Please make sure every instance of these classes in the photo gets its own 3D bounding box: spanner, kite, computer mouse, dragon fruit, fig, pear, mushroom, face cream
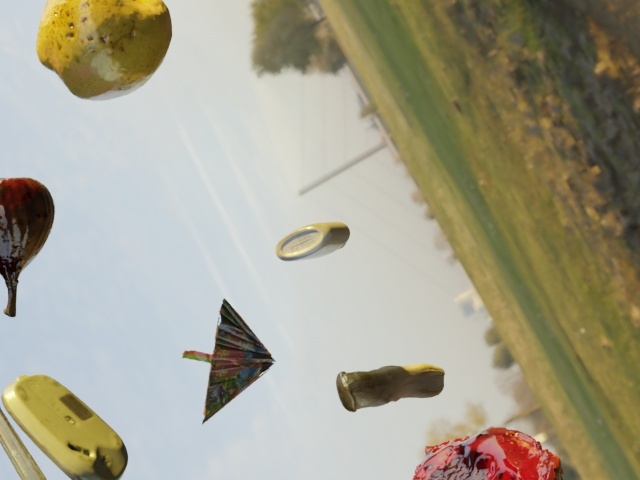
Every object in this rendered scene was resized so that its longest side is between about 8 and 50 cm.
[{"bbox_3d":[-0.530,0.377,1.880,0.302,0.071,0.017,53,179,13],"label":"spanner"},{"bbox_3d":[-0.168,0.228,1.963,0.183,0.241,0.014,11,-172,-24],"label":"kite"},{"bbox_3d":[-0.574,0.431,2.395,0.331,0.095,0.197,41,-161,15],"label":"computer mouse"},{"bbox_3d":[0.243,0.415,1.541,0.302,0.240,0.330,64,146,15],"label":"dragon fruit"},{"bbox_3d":[-0.698,0.016,2.429,0.217,0.217,0.320,-69,-26,-81],"label":"fig"},{"bbox_3d":[-0.283,-0.264,1.389,0.178,0.178,0.178,59,-173,-11],"label":"pear"},{"bbox_3d":[0.106,0.212,1.579,0.202,0.054,0.059,-4,-94,-39],"label":"mushroom"},{"bbox_3d":[0.000,0.000,2.495,0.071,0.144,0.291,68,-162,5],"label":"face cream"}]
